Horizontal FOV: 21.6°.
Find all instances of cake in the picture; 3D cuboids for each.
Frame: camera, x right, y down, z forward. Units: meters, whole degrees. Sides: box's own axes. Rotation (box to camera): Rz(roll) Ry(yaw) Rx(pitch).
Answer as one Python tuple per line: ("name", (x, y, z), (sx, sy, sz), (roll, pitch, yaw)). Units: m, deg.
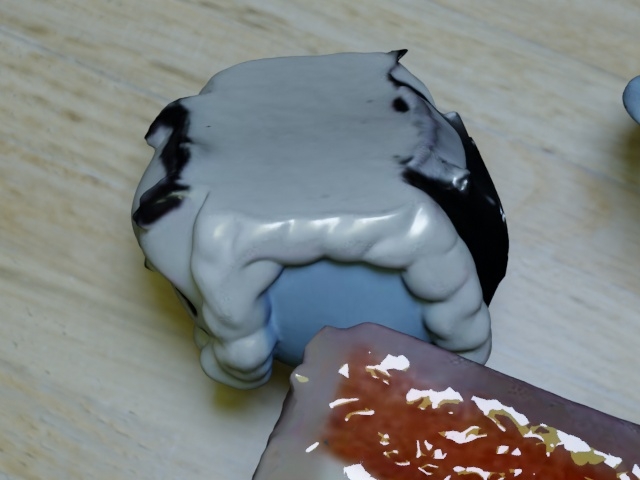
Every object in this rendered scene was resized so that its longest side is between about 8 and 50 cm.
("cake", (0.088, 0.213, 0.833), (0.308, 0.230, 0.237), (19, 55, 7))

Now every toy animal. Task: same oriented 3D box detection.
("toy animal", (0.000, 0.000, 0.938), (0.204, 0.208, 0.156), (-7, 119, 1))

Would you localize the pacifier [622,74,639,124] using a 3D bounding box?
("pacifier", (0.299, -0.015, 0.952), (0.287, 0.238, 0.226), (12, 107, -3))
